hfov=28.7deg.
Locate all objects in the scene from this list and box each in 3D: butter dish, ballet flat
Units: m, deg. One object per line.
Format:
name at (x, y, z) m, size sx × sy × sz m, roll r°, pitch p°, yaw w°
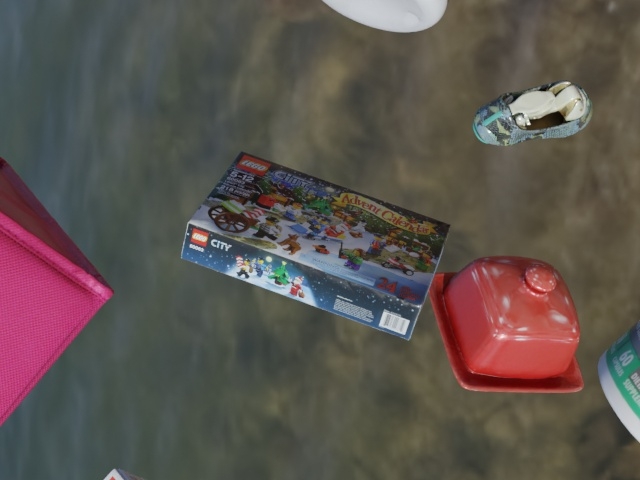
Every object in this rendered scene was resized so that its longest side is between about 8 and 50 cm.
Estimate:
butter dish at (0.213, 0.071, 1.332) m, size 0.118 × 0.160 × 0.160 m, roll 115°, pitch 150°, yaw -44°
ballet flat at (0.257, -0.149, 1.412) m, size 0.070 × 0.188 × 0.070 m, roll 27°, pitch 127°, yaw 43°

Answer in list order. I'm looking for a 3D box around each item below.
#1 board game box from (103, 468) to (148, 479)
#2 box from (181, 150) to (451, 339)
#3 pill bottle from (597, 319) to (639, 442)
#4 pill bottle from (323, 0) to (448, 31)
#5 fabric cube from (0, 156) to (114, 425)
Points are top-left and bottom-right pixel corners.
board game box at (-0.127, 0.374, 1.454) m, size 0.053 × 0.305 × 0.193 m, roll -47°, pitch 60°, yaw -2°
box at (0.000, 0.000, 1.228) m, size 0.233 × 0.159 × 0.044 m, roll 19°, pitch 123°, yaw 5°
pill bottle at (0.501, 0.091, 1.380) m, size 0.361 × 0.204 × 0.204 m, roll -48°, pitch 51°, yaw 22°
pill bottle at (0.074, -0.282, 0.984) m, size 0.117 × 0.117 × 0.215 m, roll 3°, pitch 68°, yaw 51°
fabric cube at (-0.321, 0.021, 0.709) m, size 0.258 × 0.254 × 0.259 m, roll -50°, pitch 34°, yaw -2°
